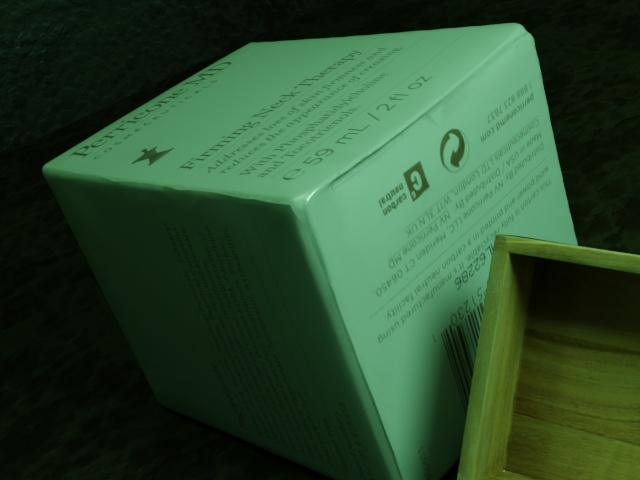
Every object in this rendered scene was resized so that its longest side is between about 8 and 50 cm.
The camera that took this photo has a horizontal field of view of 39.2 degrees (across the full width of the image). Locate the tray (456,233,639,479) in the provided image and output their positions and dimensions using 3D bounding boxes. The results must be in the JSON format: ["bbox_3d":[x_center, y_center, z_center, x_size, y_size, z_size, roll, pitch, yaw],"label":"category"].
[{"bbox_3d":[0.302,0.125,0.590,0.411,0.202,0.076,10,4,35],"label":"tray"}]

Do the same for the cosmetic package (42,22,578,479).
[{"bbox_3d":[0.000,0.000,0.926,0.394,0.327,0.329,9,39,45],"label":"cosmetic package"}]
